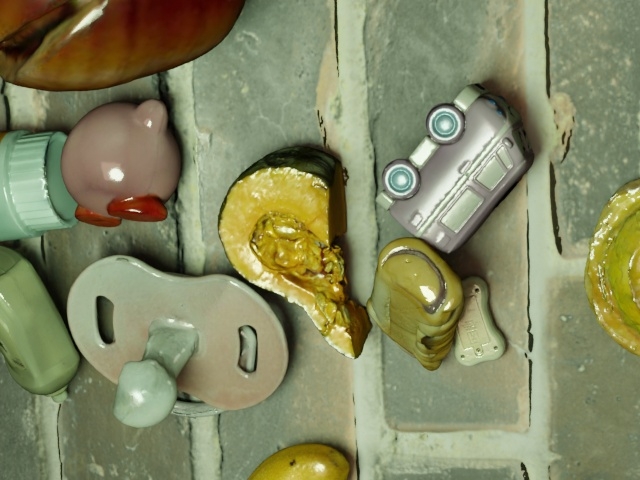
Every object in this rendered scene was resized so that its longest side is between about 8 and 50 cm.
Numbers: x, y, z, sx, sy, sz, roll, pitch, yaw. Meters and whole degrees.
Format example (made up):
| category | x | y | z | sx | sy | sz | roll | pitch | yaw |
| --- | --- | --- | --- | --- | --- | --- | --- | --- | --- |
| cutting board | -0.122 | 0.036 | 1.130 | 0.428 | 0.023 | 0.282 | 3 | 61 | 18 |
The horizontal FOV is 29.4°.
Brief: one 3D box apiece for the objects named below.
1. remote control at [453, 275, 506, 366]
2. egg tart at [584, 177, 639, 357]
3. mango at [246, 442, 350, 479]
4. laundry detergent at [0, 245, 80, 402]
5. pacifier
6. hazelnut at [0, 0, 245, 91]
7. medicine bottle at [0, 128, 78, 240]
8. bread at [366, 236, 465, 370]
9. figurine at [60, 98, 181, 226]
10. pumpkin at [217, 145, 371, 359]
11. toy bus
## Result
| category | x | y | z | sx | sy | sz | roll | pitch | yaw |
| --- | --- | --- | --- | --- | --- | --- | --- | --- | --- |
| remote control | 0.209 | 0.112 | 1.692 | 0.074 | 0.032 | 0.122 | -16 | 98 | 17 |
| egg tart | 0.480 | 0.033 | 1.575 | 0.288 | 0.118 | 0.288 | 1 | 97 | 12 |
| mango | -0.045 | 0.401 | 1.774 | 0.157 | 0.109 | 0.262 | 32 | 102 | 15 |
| laundry detergent | -0.431 | 0.133 | 1.780 | 0.181 | 0.091 | 0.253 | 17 | 137 | 46 |
| pacifier | -0.210 | 0.145 | 1.707 | 0.332 | 0.273 | 0.221 | 11 | 87 | 11 |
| hazelnut | -0.280 | -0.350 | 1.529 | 0.409 | 0.359 | 0.359 | -22 | 97 | -22 |
| medicine bottle | -0.508 | -0.072 | 1.758 | 0.318 | 0.158 | 0.158 | -5 | 100 | 14 |
| bread | 0.130 | 0.083 | 1.625 | 0.134 | 0.225 | 0.081 | 42 | 70 | 16 |
| figurine | -0.276 | -0.110 | 1.696 | 0.173 | 0.173 | 0.173 | 3 | 102 | 13 |
| pumpkin | 0.000 | 0.000 | 1.666 | 0.280 | 0.139 | 0.190 | 39 | 107 | 2 |
| toy bus | 0.184 | -0.097 | 1.603 | 0.142 | 0.142 | 0.202 | 41 | 108 | 8 |
